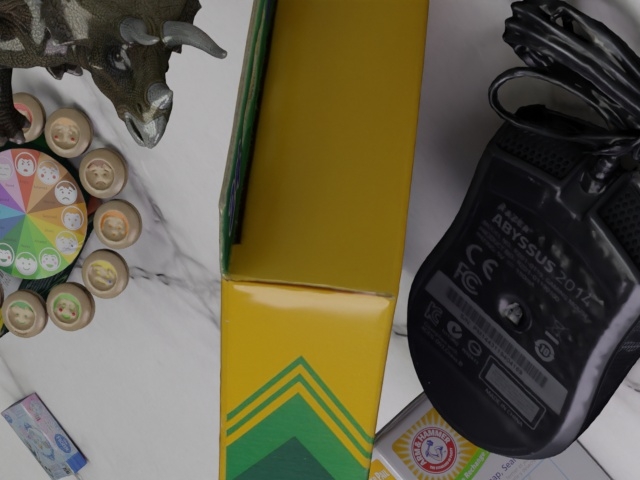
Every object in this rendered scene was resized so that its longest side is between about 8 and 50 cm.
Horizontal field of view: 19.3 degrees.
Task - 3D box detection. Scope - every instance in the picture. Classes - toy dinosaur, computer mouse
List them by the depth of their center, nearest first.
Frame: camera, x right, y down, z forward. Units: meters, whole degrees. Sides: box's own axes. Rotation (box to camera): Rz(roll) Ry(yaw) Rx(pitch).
[{"bbox_3d":[0.131,0.011,0.930,0.188,0.072,0.272,46,142,14],"label":"computer mouse"},{"bbox_3d":[-0.174,-0.158,0.987,0.313,0.121,0.160,42,133,9],"label":"toy dinosaur"}]

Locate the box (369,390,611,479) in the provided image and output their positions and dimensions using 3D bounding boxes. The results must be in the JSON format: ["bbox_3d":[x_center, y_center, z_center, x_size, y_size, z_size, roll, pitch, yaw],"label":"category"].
[{"bbox_3d":[0.114,0.180,1.132,0.203,0.103,0.114,49,154,4],"label":"box"}]

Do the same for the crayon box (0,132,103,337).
[{"bbox_3d":[-0.318,-0.089,1.510,0.318,0.081,0.202,49,155,3],"label":"crayon box"}]

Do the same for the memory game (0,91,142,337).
[{"bbox_3d":[-0.217,-0.017,1.382,0.186,0.012,0.186,4,102,19],"label":"memory game"}]

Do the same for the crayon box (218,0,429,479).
[{"bbox_3d":[0.000,0.000,0.960,0.083,0.203,0.323,6,146,2],"label":"crayon box"}]

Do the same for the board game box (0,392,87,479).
[{"bbox_3d":[-0.280,0.199,1.906,0.090,0.020,0.090,53,155,-5],"label":"board game box"}]
